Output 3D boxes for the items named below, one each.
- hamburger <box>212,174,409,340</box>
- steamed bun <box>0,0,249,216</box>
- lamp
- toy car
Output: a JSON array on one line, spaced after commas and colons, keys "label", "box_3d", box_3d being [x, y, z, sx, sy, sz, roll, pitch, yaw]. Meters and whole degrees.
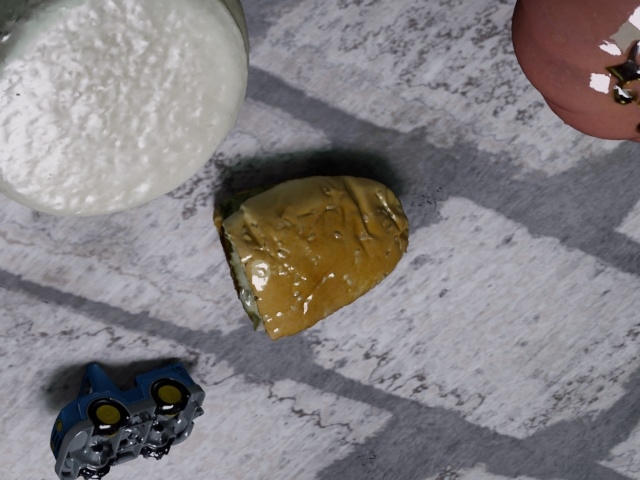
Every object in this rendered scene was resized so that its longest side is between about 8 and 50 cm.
[{"label": "hamburger", "box_3d": [0.000, 0.000, 2.042, 0.207, 0.135, 0.155, -17, 142, -8]}, {"label": "steamed bun", "box_3d": [-0.209, -0.170, 1.728, 0.283, 0.177, 0.283, -14, 133, -16]}, {"label": "lamp", "box_3d": [0.338, -0.213, 1.860, 0.305, 0.240, 0.305, -12, 140, -11]}, {"label": "toy car", "box_3d": [-0.228, 0.195, 2.202, 0.191, 0.100, 0.097, -17, 144, -36]}]
